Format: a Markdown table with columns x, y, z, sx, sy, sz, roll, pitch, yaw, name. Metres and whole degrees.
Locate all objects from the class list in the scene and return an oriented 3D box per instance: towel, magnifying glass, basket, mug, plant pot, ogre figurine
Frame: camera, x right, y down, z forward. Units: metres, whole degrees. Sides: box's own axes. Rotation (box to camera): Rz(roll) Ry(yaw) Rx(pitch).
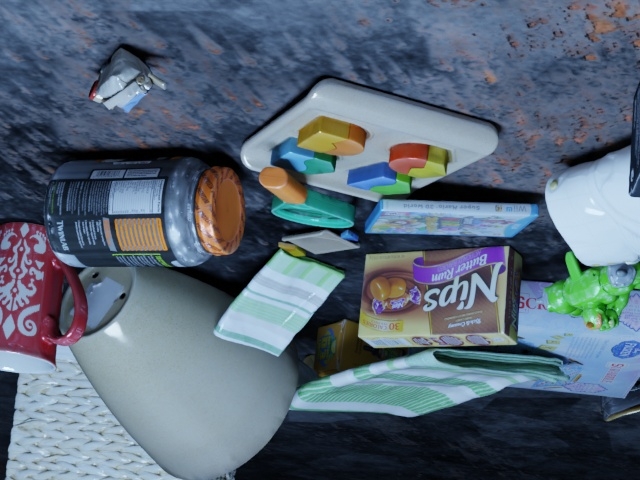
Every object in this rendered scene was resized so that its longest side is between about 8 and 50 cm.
| x | y | z | sx | sy | sz | roll | pitch | yaw | name |
| --- | --- | --- | --- | --- | --- | --- | --- | --- | --- |
| -0.051 | 0.080 | 1.776 | 0.113 | 0.023 | 0.152 | 19 | 122 | -38 | towel |
| -0.021 | -0.042 | 1.468 | 0.092 | 0.026 | 0.231 | 7 | 171 | 14 | magnifying glass |
| -0.301 | 0.313 | 2.264 | 0.331 | 0.266 | 0.328 | 4 | 166 | 8 | basket |
| 0.132 | 0.192 | 1.862 | 0.248 | 0.038 | 0.325 | 9 | 161 | -37 | towel |
| -0.355 | 0.073 | 1.751 | 0.150 | 0.169 | 0.113 | 5 | 161 | 1 | mug |
| -0.208 | 0.143 | 1.849 | 0.257 | 0.256 | 0.274 | -7 | 144 | 35 | plant pot |
| 0.330 | 0.052 | 1.598 | 0.118 | 0.096 | 0.197 | -3 | -175 | -34 | ogre figurine |

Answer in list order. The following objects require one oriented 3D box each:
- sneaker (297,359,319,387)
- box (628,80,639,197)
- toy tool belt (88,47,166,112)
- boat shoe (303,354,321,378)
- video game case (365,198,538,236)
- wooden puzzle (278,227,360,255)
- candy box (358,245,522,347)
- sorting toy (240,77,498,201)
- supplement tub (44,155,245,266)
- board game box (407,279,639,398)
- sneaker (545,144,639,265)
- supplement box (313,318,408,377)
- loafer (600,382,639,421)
| x | y | z | sx | sy | sz | roll | pitch | yaw | name |
| --- | --- | --- | --- | --- | --- | --- | --- | --- | --- |
| -0.117 | 0.186 | 2.051 | 0.262 | 0.099 | 0.121 | 15 | 170 | 42 | sneaker |
| 0.390 | -0.098 | 1.110 | 0.261 | 0.103 | 0.184 | 5 | 164 | 5 | box |
| -0.173 | -0.136 | 1.262 | 0.051 | 0.052 | 0.083 | 23 | 157 | -20 | toy tool belt |
| 0.045 | 0.214 | 2.228 | 0.152 | 0.056 | 0.049 | 16 | 166 | 1 | boat shoe |
| 0.138 | -0.023 | 1.501 | 0.166 | 0.015 | 0.119 | 1 | 168 | -6 | video game case |
| 0.000 | 0.000 | 1.666 | 0.116 | 0.014 | 0.078 | -6 | 162 | 33 | wooden puzzle |
| 0.143 | 0.069 | 1.671 | 0.187 | 0.109 | 0.053 | -3 | 159 | 28 | candy box |
| 0.042 | -0.084 | 1.363 | 0.193 | 0.038 | 0.208 | 14 | 160 | -20 | sorting toy |
| -0.183 | -0.030 | 1.476 | 0.190 | 0.117 | 0.117 | 0 | 160 | 19 | supplement tub |
| 0.277 | 0.131 | 1.875 | 0.318 | 0.065 | 0.318 | 6 | 161 | 3 | board game box |
| 0.356 | -0.011 | 1.393 | 0.293 | 0.108 | 0.169 | 30 | 154 | -30 | sneaker |
| 0.106 | 0.182 | 2.067 | 0.233 | 0.078 | 0.080 | 18 | 161 | -30 | supplement box |
| 0.506 | 0.243 | 2.139 | 0.170 | 0.061 | 0.062 | -11 | 154 | 40 | loafer |
